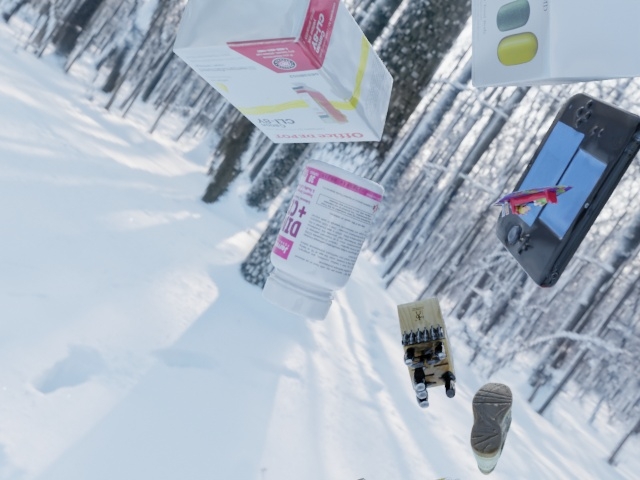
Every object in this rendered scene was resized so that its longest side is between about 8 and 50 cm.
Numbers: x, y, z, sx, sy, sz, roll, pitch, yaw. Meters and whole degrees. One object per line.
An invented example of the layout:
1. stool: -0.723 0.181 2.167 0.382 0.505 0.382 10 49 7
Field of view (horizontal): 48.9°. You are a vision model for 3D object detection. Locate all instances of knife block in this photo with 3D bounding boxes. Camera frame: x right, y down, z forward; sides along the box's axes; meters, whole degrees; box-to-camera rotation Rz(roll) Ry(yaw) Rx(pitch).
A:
1. knife block: 0.221 0.251 1.405 0.275 0.088 0.242 65 16 -51

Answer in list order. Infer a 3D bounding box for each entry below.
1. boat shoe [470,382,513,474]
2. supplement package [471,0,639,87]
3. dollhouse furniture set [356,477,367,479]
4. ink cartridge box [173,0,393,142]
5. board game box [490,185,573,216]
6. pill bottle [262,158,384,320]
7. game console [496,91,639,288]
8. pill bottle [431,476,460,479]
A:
1. boat shoe: 0.448 0.488 1.865 0.105 0.089 0.285 5 31 23
2. supplement package: 0.409 -0.372 1.213 0.198 0.199 0.263 -5 10 -15
3. dollhouse furniture set: 0.036 0.437 0.503 0.394 0.362 0.256 9 -61 54
4. ink cartridge box: -0.055 -0.345 1.398 0.279 0.160 0.385 4 -17 29
5. board game box: 0.420 -0.073 1.392 0.133 0.033 0.168 -6 -8 -5
6. pill bottle: 0.000 0.000 1.357 0.161 0.282 0.160 22 3 -1
7. game console: 0.523 -0.121 1.524 0.060 0.386 0.342 23 19 -8
8. pill bottle: 0.258 0.528 1.494 0.043 0.083 0.043 47 32 -41
